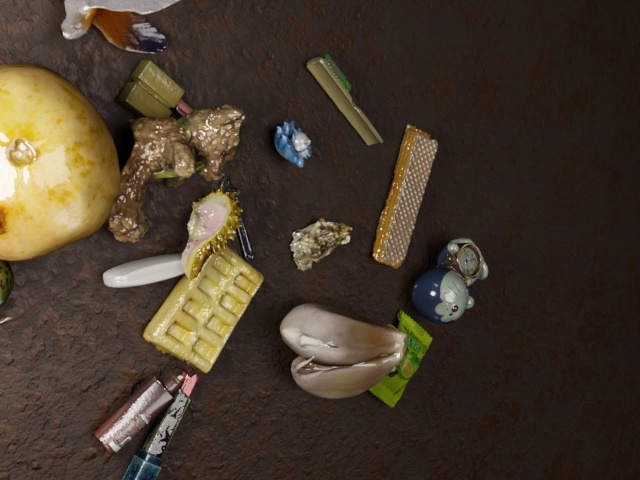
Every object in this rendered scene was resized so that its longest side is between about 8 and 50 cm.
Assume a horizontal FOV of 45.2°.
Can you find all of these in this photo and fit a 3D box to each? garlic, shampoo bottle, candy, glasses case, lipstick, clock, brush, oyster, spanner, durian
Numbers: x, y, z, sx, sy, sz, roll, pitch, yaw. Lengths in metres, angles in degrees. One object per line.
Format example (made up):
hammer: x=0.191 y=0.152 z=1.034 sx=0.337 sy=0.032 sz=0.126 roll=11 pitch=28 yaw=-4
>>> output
garlic: x=0.019 y=0.276 z=1.804 sx=0.340 sy=0.246 sz=0.231 roll=5 pitch=105 yaw=-55
shampoo bottle: x=-0.360 y=0.341 z=1.598 sx=0.236 sy=0.068 sz=0.067 roll=-40 pitch=79 yaw=-22
candy: x=0.218 y=0.326 z=2.077 sx=0.149 sy=0.069 sz=0.246 roll=44 pitch=68 yaw=-32
glasses case: x=-0.349 y=0.061 z=1.575 sx=0.193 sy=0.074 sz=0.049 roll=-13 pitch=104 yaw=-38
lipstick: x=-0.343 y=0.421 z=1.648 sx=0.051 sy=0.051 sz=0.312 roll=36 pitch=72 yaw=-34
clock: x=0.355 y=0.121 z=2.112 sx=0.243 sy=0.146 sz=0.199 roll=-49 pitch=118 yaw=-28
brush: x=-0.300 y=-0.260 z=1.590 sx=0.233 sy=0.047 sz=0.103 roll=39 pitch=74 yaw=-38
brush: x=0.066 y=-0.340 z=1.872 sx=0.282 sy=0.054 sz=0.048 roll=49 pitch=54 yaw=-32
oyster: x=-0.002 y=-0.003 z=1.865 sx=0.166 sy=0.053 sz=0.108 roll=-37 pitch=107 yaw=-22
spanner: x=-0.186 y=-0.047 z=1.733 sx=0.046 sy=0.012 sz=0.208 roll=-27 pitch=113 yaw=-33
durian: x=-0.225 y=-0.004 z=1.606 sx=0.078 sy=0.140 sz=0.224 roll=47 pitch=51 yaw=-46

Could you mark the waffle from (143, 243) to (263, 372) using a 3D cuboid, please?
waffle: x=-0.248 y=0.140 z=1.679 sx=0.168 sy=0.057 sz=0.274 roll=43 pitch=70 yaw=-34

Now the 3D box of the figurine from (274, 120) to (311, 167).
figurine: x=-0.066 y=-0.228 z=1.761 sx=0.114 sy=0.079 sz=0.114 roll=29 pitch=55 yaw=-52

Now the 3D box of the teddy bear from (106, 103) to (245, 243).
teddy bear: x=-0.282 y=-0.129 z=1.509 sx=0.223 sy=0.246 sz=0.296 roll=12 pitch=83 yaw=-9

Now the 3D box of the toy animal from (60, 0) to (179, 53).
toy animal: x=-0.401 y=-0.517 z=1.426 sx=0.302 sy=0.225 sz=0.284 roll=-11 pitch=84 yaw=-26

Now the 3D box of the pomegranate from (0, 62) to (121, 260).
pomegranate: x=-0.497 y=-0.123 z=1.296 sx=0.342 sy=0.342 sz=0.342 roll=-6 pitch=100 yaw=-38

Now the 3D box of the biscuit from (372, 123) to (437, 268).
biscuit: x=0.224 y=-0.115 z=2.028 sx=0.094 sy=0.054 sz=0.378 roll=22 pitch=82 yaw=-39

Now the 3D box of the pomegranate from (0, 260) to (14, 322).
pomegranate: x=-0.603 y=0.089 z=1.338 sx=0.148 sy=0.148 sz=0.169 roll=-36 pitch=124 yaw=-30
